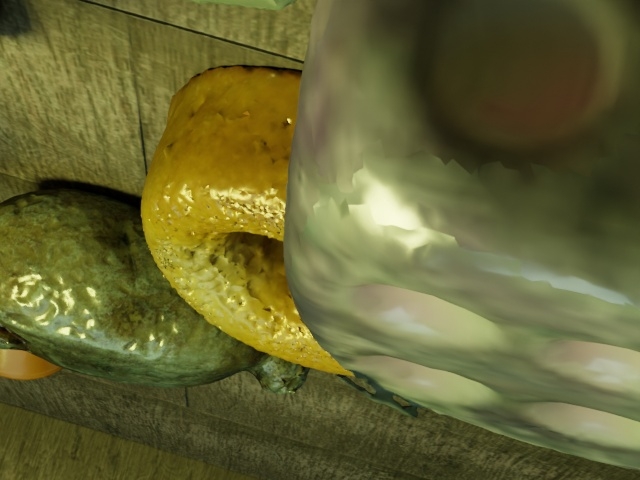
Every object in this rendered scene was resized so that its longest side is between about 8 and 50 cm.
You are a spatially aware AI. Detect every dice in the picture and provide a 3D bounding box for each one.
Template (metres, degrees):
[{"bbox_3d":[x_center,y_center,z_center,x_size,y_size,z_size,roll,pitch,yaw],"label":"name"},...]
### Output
[{"bbox_3d":[0.144,-0.062,0.712,0.270,0.271,0.270,14,164,9],"label":"dice"}]

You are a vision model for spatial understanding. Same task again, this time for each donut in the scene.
[{"bbox_3d":[-0.002,0.000,1.288,0.277,0.108,0.277,19,150,12],"label":"donut"}]

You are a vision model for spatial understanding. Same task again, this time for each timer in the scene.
[{"bbox_3d":[-0.314,0.054,1.939,0.132,0.132,0.152,16,142,3],"label":"timer"}]

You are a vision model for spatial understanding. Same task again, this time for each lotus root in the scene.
[{"bbox_3d":[-0.168,0.046,1.648,0.349,0.175,0.175,13,165,0],"label":"lotus root"}]

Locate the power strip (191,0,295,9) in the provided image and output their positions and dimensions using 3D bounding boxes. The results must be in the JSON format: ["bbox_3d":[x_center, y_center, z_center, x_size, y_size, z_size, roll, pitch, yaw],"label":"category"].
[{"bbox_3d":[-0.068,-0.183,0.762,0.140,0.139,0.224,8,162,26],"label":"power strip"}]
